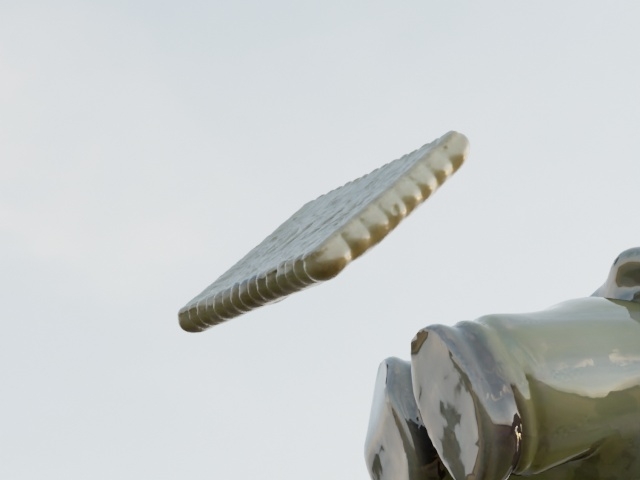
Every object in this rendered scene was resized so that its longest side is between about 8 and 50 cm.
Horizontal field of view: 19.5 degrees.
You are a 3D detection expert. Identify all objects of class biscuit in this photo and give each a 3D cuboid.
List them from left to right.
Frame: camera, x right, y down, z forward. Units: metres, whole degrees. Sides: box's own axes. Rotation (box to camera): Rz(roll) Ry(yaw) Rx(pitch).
[{"bbox_3d":[0.000,0.000,1.766,0.044,0.217,0.325,55,-30,-7],"label":"biscuit"}]

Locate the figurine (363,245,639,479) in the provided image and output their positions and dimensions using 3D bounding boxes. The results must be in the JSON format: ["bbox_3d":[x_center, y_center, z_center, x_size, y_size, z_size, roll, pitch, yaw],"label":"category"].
[{"bbox_3d":[0.204,0.042,0.788,0.381,0.203,0.248,-12,-38,-24],"label":"figurine"}]
